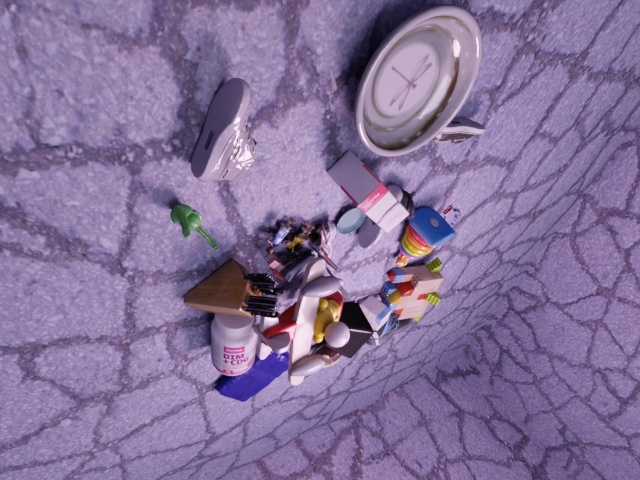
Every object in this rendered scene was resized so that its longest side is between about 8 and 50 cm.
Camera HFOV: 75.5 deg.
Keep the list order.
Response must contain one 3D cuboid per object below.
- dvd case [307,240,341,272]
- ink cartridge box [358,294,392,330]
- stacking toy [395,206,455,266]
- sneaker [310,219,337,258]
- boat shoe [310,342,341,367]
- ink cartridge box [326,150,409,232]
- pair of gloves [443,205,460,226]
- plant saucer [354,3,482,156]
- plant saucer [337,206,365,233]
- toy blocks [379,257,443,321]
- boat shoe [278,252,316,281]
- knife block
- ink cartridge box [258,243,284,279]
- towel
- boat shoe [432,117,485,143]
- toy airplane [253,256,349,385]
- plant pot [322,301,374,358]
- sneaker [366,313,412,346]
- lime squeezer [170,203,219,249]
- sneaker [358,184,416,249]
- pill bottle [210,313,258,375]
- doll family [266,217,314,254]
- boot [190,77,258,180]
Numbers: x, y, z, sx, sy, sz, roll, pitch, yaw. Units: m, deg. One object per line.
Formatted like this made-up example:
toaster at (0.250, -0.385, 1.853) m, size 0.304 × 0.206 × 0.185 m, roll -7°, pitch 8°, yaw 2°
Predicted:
dvd case at (0.013, 0.055, 1.372) m, size 0.013 × 0.087 × 0.119 m, roll -47°, pitch 120°, yaw -5°
ink cartridge box at (0.246, 0.334, 1.953) m, size 0.090 × 0.143 × 0.092 m, roll -35°, pitch 150°, yaw -36°
stacking toy at (0.394, 0.017, 1.717) m, size 0.175 × 0.165 × 0.301 m, roll -25°, pitch 157°, yaw -37°
sneaker at (0.000, 0.000, 1.415) m, size 0.077 × 0.072 × 0.178 m, roll -4°, pitch 133°, yaw -14°
boat shoe at (0.091, 0.501, 2.027) m, size 0.342 × 0.123 × 0.123 m, roll -19°, pitch 134°, yaw -31°
ink cartridge box at (0.150, -0.143, 1.271) m, size 0.100 × 0.172 × 0.237 m, roll -44°, pitch 145°, yaw 10°
pair of gloves at (0.539, -0.066, 1.839) m, size 0.198 × 0.023 × 0.159 m, roll -43°, pitch 143°, yaw 7°
plant saucer at (0.239, -0.417, 1.095) m, size 0.401 × 0.100 × 0.400 m, roll -24°, pitch 143°, yaw -19°
plant saucer at (0.103, -0.073, 1.444) m, size 0.119 × 0.021 × 0.119 m, roll -24°, pitch 143°, yaw -20°
toy blocks at (0.410, 0.258, 1.998) m, size 0.261 × 0.190 × 0.381 m, roll -5°, pitch 134°, yaw -22°
boat shoe at (-0.086, 0.069, 1.413) m, size 0.065 × 0.083 × 0.183 m, roll -54°, pitch 170°, yaw 31°
knife block at (-0.249, 0.189, 1.243) m, size 0.276 × 0.242 × 0.088 m, roll -37°, pitch 145°, yaw 0°
ink cartridge box at (-0.146, 0.068, 1.305) m, size 0.029 × 0.115 × 0.063 m, roll -40°, pitch 146°, yaw 5°
towel at (-0.286, 0.580, 1.825) m, size 0.308 × 0.076 × 0.227 m, roll -38°, pitch 139°, yaw 2°
boat shoe at (0.451, -0.362, 1.376) m, size 0.220 × 0.077 × 0.070 m, roll -6°, pitch 135°, yaw -25°
toy airplane at (-0.036, 0.287, 1.403) m, size 0.384 × 0.273 × 0.386 m, roll -61°, pitch 156°, yaw -20°
plant pot at (0.092, 0.390, 1.848) m, size 0.167 × 0.187 × 0.188 m, roll 19°, pitch 118°, yaw -37°
sneaker at (0.362, 0.415, 2.148) m, size 0.341 × 0.125 × 0.139 m, roll -27°, pitch 113°, yaw -40°
lime squeezer at (-0.320, -0.040, 1.049) m, size 0.058 × 0.110 × 0.310 m, roll -52°, pitch 177°, yaw -7°
sneaker at (0.251, -0.074, 1.501) m, size 0.153 × 0.101 × 0.268 m, roll 2°, pitch 127°, yaw -40°
pill bottle at (-0.300, 0.333, 1.440) m, size 0.161 × 0.160 × 0.283 m, roll -16°, pitch 140°, yaw -28°
doll family at (-0.100, -0.006, 1.305) m, size 0.193 × 0.076 × 0.111 m, roll 15°, pitch 125°, yaw -43°
boot at (-0.193, -0.241, 0.941) m, size 0.123 × 0.095 × 0.258 m, roll -4°, pitch 142°, yaw -47°
